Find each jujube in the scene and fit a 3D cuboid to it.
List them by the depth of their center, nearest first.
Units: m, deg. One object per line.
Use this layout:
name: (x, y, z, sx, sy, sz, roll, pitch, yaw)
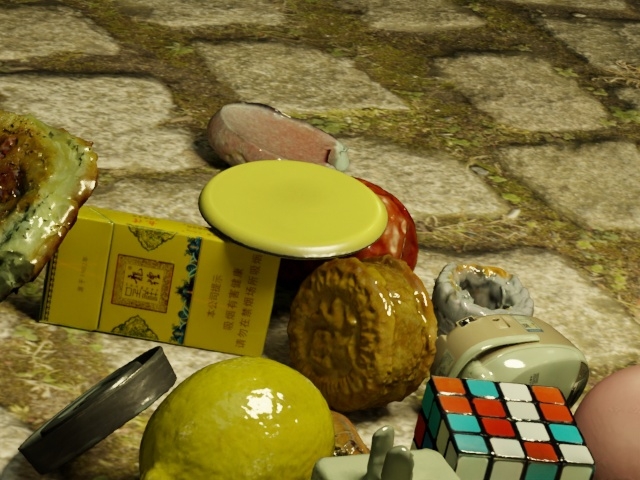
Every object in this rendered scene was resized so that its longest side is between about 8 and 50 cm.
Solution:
jujube: (0.000, 0.000, 2.234, 0.255, 0.190, 0.190, 2, 19, 26)

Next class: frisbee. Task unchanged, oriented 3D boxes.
frisbee: (-0.033, -0.043, 2.085, 0.236, 0.017, 0.236, 5, 30, -3)

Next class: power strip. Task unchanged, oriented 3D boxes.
power strip: (0.069, 0.278, 1.598, 0.140, 0.224, 0.139, 0, 27, -24)

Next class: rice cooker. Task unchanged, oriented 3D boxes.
rice cooker: (0.220, 0.161, 2.004, 0.206, 0.145, 0.127, 4, 33, -32)

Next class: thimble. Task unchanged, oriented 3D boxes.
thimble: (0.199, 0.107, 2.147, 0.127, 0.118, 0.151, 9, 26, -5)

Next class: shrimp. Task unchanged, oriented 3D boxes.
shrimp: (-0.004, 0.233, 1.892, 0.124, 0.034, 0.178, -3, 27, -23)

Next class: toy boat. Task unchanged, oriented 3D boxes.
toy boat: (-0.071, -0.131, 2.608, 0.227, 0.085, 0.155, 23, 33, -2)

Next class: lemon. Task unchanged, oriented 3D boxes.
lemon: (-0.090, 0.212, 1.721, 0.184, 0.184, 0.248, 30, 29, 34)

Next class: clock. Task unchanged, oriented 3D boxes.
clock: (-0.231, 0.179, 1.763, 0.040, 0.184, 0.184, 55, 29, -5)

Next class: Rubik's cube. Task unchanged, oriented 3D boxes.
Rubik's cube: (0.185, 0.252, 1.790, 0.155, 0.154, 0.151, 5, 26, -12)

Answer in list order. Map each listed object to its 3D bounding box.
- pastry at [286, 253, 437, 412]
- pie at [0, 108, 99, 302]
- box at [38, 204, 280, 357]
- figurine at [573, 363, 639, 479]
pastry: (0.048, 0.108, 2.002, 0.103, 0.188, 0.189, 1, 25, -42)
pie: (-0.424, -0.029, 2.005, 0.355, 0.103, 0.288, -22, 41, 18)
box: (-0.194, 0.049, 2.056, 0.279, 0.153, 0.041, 10, 25, -4)
figurine: (0.376, 0.231, 1.840, 0.211, 0.269, 0.261, 13, 35, 18)
